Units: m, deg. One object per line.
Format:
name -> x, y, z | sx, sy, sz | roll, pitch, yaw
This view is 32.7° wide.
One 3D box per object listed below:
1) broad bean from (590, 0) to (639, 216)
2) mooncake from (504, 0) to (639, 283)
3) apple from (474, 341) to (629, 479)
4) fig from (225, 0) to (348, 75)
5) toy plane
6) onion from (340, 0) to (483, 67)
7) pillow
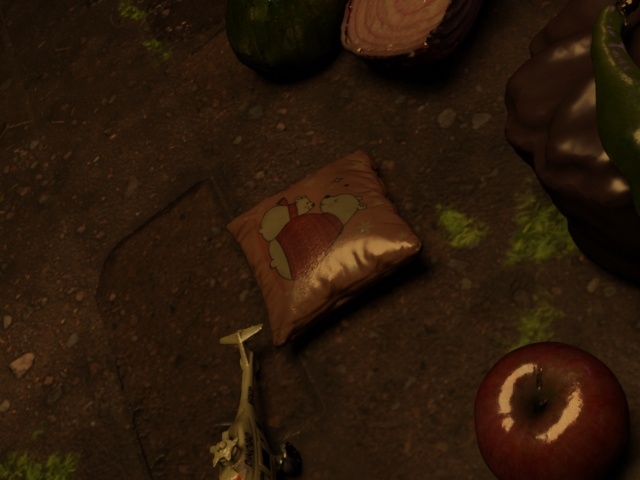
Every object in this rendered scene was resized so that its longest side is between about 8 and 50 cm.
broad bean -> 0.302, -0.128, 1.016 | 0.098, 0.056, 0.318 | -13, 54, 30
mooncake -> 0.382, -0.150, 1.165 | 0.351, 0.212, 0.381 | 8, 59, 45
apple -> 0.226, 0.178, 1.067 | 0.153, 0.120, 0.153 | -17, 55, 25
fig -> -0.072, -0.375, 1.617 | 0.203, 0.235, 0.203 | -16, 48, 18
toy plane -> -0.086, 0.220, 1.266 | 0.092, 0.108, 0.286 | -25, 34, 18
onion -> 0.146, -0.339, 1.538 | 0.247, 0.111, 0.250 | 11, 76, 57
pillow -> 0.000, 0.000, 1.382 | 0.223, 0.084, 0.236 | -34, 43, 7
